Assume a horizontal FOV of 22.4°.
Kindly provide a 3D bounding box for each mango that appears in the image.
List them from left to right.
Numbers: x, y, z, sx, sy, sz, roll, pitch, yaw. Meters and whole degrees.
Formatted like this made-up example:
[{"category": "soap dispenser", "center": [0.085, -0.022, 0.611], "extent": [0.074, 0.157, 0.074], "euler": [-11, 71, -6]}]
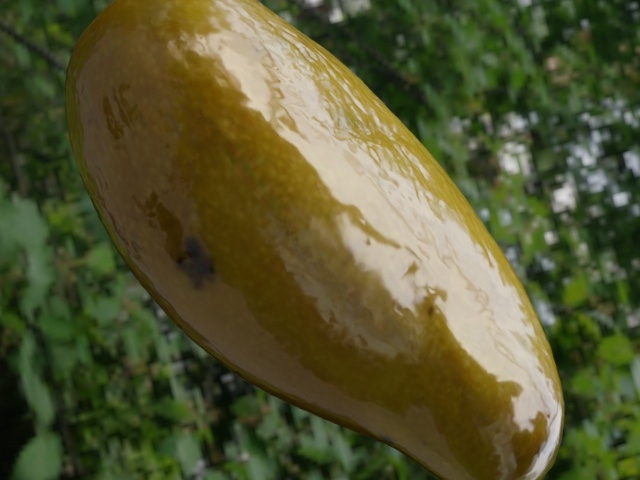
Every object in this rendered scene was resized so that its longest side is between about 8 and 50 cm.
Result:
[{"category": "mango", "center": [-0.004, 0.002, 0.673], "extent": [0.262, 0.109, 0.157], "euler": [52, 25, 0]}]
